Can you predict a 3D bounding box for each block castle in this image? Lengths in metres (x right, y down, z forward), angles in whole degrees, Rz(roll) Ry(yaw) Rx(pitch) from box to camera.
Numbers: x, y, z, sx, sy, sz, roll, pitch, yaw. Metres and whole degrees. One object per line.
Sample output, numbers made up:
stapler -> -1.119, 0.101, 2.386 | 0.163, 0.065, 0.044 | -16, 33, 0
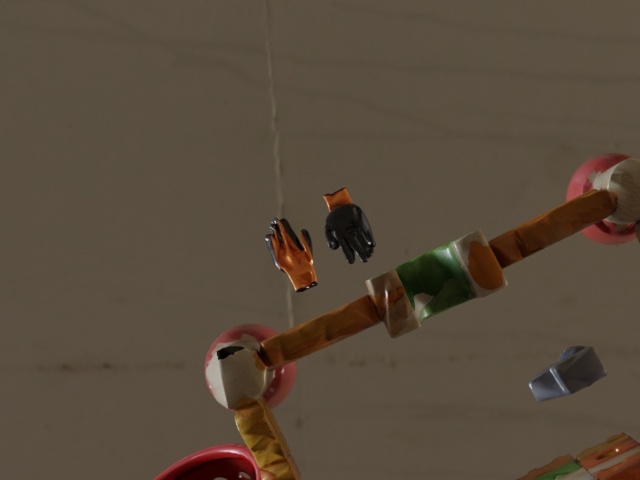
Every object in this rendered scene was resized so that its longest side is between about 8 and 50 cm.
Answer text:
block castle -> 0.147, 0.137, 1.357 | 0.453, 0.213, 0.303 | -25, -93, 1

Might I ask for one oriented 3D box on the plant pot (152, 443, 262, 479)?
plant pot -> -0.088, 0.324, 1.491 | 0.191, 0.191, 0.174 | -29, -65, 15

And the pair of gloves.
pair of gloves -> 0.000, 0.000, 1.225 | 0.083, 0.074, 0.010 | -24, -32, -4
